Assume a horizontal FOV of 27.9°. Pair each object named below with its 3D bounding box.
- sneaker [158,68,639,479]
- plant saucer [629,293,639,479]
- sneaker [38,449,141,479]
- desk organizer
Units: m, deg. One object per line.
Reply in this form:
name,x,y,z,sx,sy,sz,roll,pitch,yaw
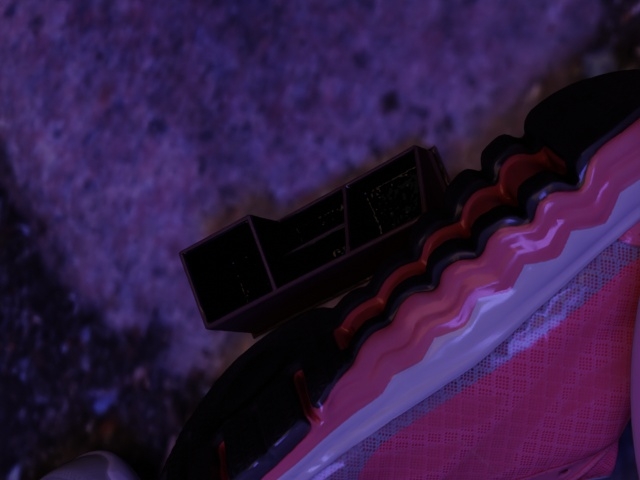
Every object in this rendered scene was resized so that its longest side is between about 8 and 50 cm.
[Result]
sneaker,0.057,0.075,0.542,0.314,0.116,0.136,-41,105,11
plant saucer,0.277,0.057,0.438,0.332,0.084,0.332,-4,78,17
sneaker,-0.187,0.223,0.659,0.281,0.115,0.105,-49,66,14
desk organizer,0.000,0.000,0.627,0.130,0.050,0.047,-28,73,22
